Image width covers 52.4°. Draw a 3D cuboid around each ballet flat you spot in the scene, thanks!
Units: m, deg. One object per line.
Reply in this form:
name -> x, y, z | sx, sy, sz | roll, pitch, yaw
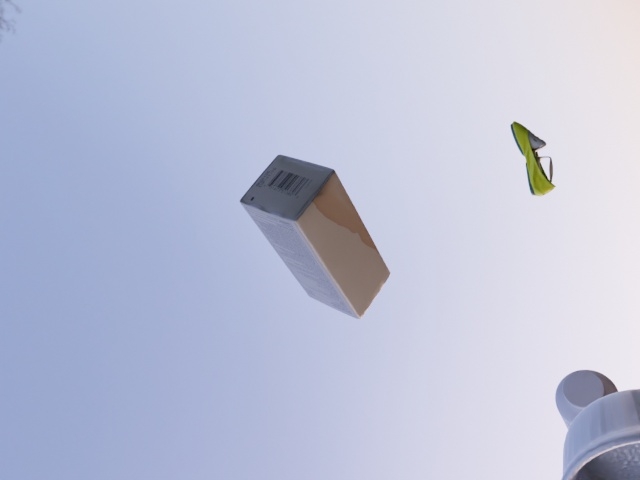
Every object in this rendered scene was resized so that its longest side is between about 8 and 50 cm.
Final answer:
ballet flat -> 0.605, -0.238, 1.830 | 0.077, 0.077, 0.231 | 1, -108, -54

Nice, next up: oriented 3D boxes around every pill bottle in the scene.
pill bottle -> 0.661, 0.409, 1.591 | 0.264, 0.146, 0.146 | 50, -147, -48

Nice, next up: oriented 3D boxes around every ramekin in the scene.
ramekin -> 0.504, 0.359, 0.985 | 0.277, 0.277, 0.135 | 51, -151, -11

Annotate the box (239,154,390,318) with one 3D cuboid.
box -> 0.000, 0.000, 1.204 | 0.121, 0.148, 0.311 | -53, -41, -19
